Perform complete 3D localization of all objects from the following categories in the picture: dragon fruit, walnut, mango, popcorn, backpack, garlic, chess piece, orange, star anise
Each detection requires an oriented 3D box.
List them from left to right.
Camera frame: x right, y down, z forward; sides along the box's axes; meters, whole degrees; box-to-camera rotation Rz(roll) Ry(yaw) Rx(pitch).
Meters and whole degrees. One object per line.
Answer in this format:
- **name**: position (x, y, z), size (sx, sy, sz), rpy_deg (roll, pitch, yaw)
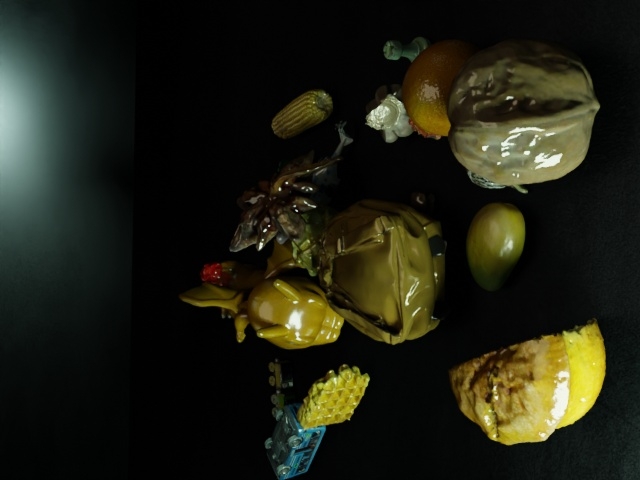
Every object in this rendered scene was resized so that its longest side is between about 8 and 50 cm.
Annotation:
- **dragon fruit**: position (-0.233, 0.159, 2.420), size (0.161, 0.274, 0.126), rpy_deg (-50, 56, 9)
- **star anise**: position (-0.104, -0.107, 1.972), size (0.350, 0.109, 0.292), rpy_deg (-5, 65, 39)
- **popcorn**: position (0.001, 0.000, 2.034), size (0.185, 0.167, 0.187), rpy_deg (-144, 50, -77)
- **backpack**: position (0.143, 0.058, 1.802), size (0.378, 0.201, 0.353), rpy_deg (18, 110, 54)
- **garlic**: position (0.165, -0.308, 1.822), size (0.131, 0.127, 0.194), rpy_deg (-60, 16, 17)
- **chess piece**: position (0.196, -0.430, 1.746), size (0.067, 0.103, 0.067), rpy_deg (12, 104, 58)
- **dragon fruit**: position (0.253, -0.266, 1.701), size (0.116, 0.086, 0.081), rpy_deg (8, 63, 50)
- **orange**: position (0.263, -0.312, 1.571), size (0.206, 0.206, 0.206), rpy_deg (11, 104, 57)
- **mango**: position (0.355, 0.013, 1.570), size (0.130, 0.092, 0.194), rpy_deg (29, 127, 51)
- **walnut**: position (0.360, -0.228, 1.381), size (0.227, 0.273, 0.273), rpy_deg (36, -139, -74)

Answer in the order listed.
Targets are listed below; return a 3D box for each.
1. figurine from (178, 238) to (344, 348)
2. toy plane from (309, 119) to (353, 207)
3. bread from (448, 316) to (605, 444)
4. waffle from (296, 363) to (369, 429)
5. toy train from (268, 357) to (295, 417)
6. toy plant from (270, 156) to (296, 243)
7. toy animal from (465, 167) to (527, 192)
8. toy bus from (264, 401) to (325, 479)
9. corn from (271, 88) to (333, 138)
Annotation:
- **figurine**: position (-0.160, 0.175, 2.170), size (0.387, 0.401, 0.267), rpy_deg (20, 123, 53)
- **toy plane**: position (0.029, -0.194, 2.086), size (0.273, 0.107, 0.182), rpy_deg (-59, 0, 19)
- **bread**: position (0.395, 0.278, 1.447), size (0.340, 0.194, 0.178), rpy_deg (-38, 68, 55)
- **waffle**: position (0.037, 0.411, 2.054), size (0.055, 0.161, 0.210), rpy_deg (57, 139, 38)
- **toy train**: position (-0.118, 0.469, 2.409), size (0.081, 0.060, 0.202), rpy_deg (-3, 91, 51)
- **toy plant**: position (-0.096, -0.120, 2.197), size (0.243, 0.113, 0.232), rpy_deg (-57, -28, -73)
- **toy animal**: position (0.352, -0.135, 1.555), size (0.137, 0.098, 0.098), rpy_deg (56, 143, 5)
- **toy bus**: position (-0.073, 0.591, 2.280), size (0.113, 0.134, 0.246), rpy_deg (57, 139, 41)
- **corn**: position (-0.052, -0.356, 2.163), size (0.244, 0.093, 0.093), rpy_deg (-15, 81, 58)
